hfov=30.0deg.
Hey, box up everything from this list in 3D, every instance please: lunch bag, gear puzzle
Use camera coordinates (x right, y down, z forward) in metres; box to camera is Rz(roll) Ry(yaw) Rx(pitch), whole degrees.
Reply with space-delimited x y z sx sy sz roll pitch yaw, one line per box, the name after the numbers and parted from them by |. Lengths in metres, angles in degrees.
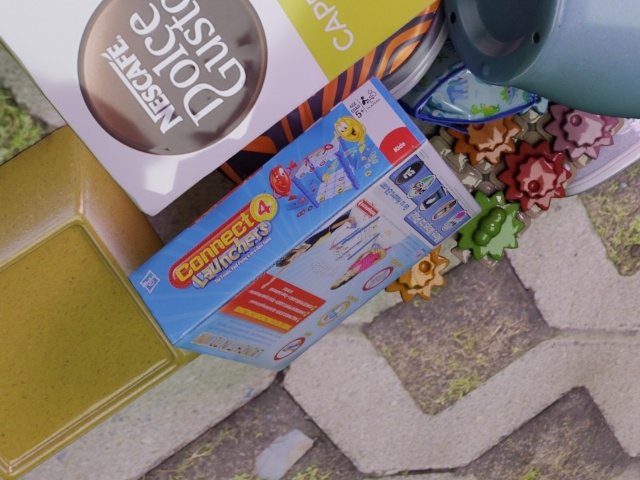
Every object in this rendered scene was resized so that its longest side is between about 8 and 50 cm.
0.137 -0.179 1.291 0.151 0.129 0.096 -18 124 -19 | lunch bag
0.184 -0.069 1.379 0.175 0.044 0.339 42 95 -6 | gear puzzle

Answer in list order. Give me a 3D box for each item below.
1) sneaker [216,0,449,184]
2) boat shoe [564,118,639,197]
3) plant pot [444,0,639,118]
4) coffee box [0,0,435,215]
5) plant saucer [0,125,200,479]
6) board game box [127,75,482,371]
-0.009 -0.194 1.166 0.321 0.124 0.180 -50 130 6 | sneaker
0.396 -0.180 1.451 0.320 0.118 0.103 -44 90 4 | boat shoe
0.266 -0.237 1.125 0.255 0.271 0.271 -6 120 -26 | plant pot
-0.137 -0.286 0.926 0.334 0.338 0.337 -37 121 -3 | coffee box
-0.299 0.099 1.248 0.333 0.081 0.332 -34 128 -7 | plant saucer
0.000 0.000 1.230 0.302 0.086 0.308 -38 161 6 | board game box
